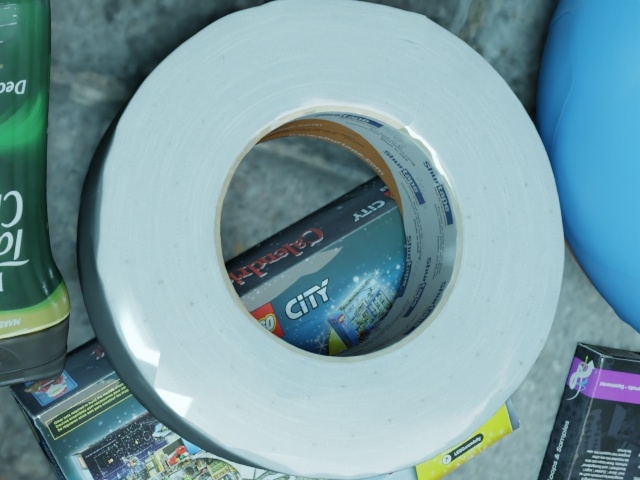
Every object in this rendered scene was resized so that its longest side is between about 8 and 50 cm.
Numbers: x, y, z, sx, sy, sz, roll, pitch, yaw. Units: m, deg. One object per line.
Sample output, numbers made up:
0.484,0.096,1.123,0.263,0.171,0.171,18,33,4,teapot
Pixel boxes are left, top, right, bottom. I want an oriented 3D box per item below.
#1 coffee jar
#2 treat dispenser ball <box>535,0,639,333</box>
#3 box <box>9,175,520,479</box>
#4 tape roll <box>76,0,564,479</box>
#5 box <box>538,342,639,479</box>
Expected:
-0.160,-0.021,0.619,0.096,0.079,0.184,-10,109,-25,coffee jar
0.250,-0.062,0.700,0.288,0.288,0.288,-8,108,-25,treat dispenser ball
-0.020,0.087,0.744,0.233,0.044,0.159,-30,116,-17,box
0.000,0.000,0.668,0.219,0.072,0.219,2,84,-17,tape roll
0.187,0.149,0.881,0.116,0.029,0.162,11,98,-29,box
